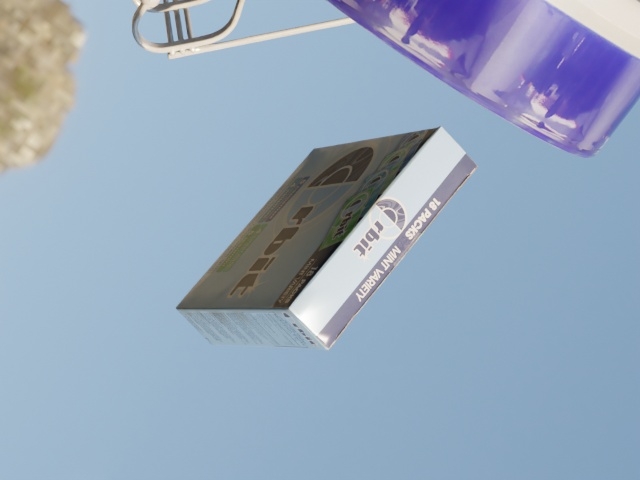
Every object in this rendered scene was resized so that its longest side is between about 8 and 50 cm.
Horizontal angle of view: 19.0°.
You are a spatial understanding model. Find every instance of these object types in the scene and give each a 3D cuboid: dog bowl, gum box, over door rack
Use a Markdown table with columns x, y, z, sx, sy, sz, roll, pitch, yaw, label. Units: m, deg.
| x | y | z | sx | sy | sz | roll | pitch | yaw | label |
| --- | --- | --- | --- | --- | --- | --- | --- | --- | --- |
| 0.101 | -0.168 | 1.254 | 0.104 | 0.265 | 0.265 | -57 | -154 | 12 | dog bowl |
| 0.000 | 0.000 | 1.247 | 0.157 | 0.041 | 0.184 | -49 | -161 | -18 | gum box |
| -0.012 | -0.253 | 1.744 | 0.239 | 0.324 | 0.108 | -104 | -166 | -64 | over door rack |
